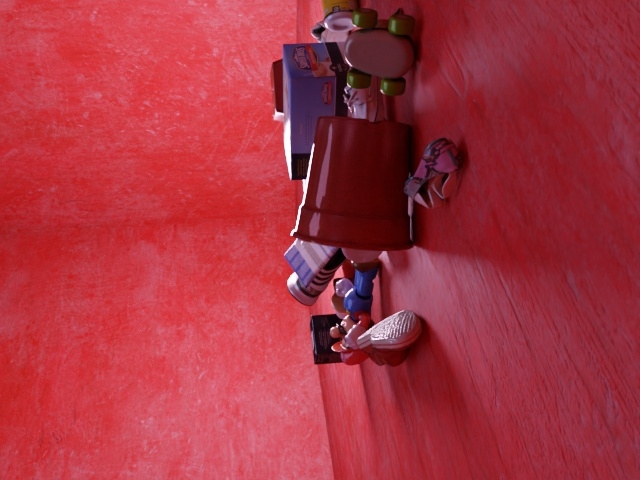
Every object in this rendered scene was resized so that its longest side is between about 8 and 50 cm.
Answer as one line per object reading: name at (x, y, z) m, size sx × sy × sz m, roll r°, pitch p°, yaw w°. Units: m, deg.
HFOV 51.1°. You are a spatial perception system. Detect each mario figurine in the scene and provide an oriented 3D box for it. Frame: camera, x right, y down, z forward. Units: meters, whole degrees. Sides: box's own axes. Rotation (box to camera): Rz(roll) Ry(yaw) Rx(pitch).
mario figurine at (0.083, 0.198, 1.904) m, size 0.198 × 0.170 × 0.321 m, roll -8°, pitch -76°, yaw -62°

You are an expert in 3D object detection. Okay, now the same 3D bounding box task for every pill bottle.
pill bottle at (0.054, -0.707, 1.933) m, size 0.103 × 0.103 × 0.184 m, roll 116°, pitch 149°, yaw -77°
pill bottle at (0.102, -0.045, 1.844) m, size 0.208 × 0.119 × 0.119 m, roll -101°, pitch 10°, yaw -51°

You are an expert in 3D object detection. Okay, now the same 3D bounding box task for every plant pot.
plant pot at (0.081, -0.131, 1.462) m, size 0.272 × 0.272 × 0.265 m, roll -128°, pitch 42°, yaw -79°
plant pot at (-0.061, -0.553, 2.462) m, size 0.267 × 0.235 × 0.267 m, roll -172°, pitch 79°, yaw -83°

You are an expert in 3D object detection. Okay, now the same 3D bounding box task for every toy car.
toy car at (0.144, -0.416, 1.410) m, size 0.188 × 0.149 × 0.155 m, roll -54°, pitch -25°, yaw -52°

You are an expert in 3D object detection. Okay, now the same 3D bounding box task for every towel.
towel at (0.000, 0.000, 2.270) m, size 0.285 × 0.034 × 0.209 m, roll -52°, pitch 39°, yaw 11°

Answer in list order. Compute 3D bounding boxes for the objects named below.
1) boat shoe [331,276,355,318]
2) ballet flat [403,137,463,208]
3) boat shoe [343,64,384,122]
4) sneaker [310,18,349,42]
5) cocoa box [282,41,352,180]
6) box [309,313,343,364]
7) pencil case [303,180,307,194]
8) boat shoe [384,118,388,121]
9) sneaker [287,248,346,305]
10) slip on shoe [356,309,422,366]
boat shoe at (0.087, 0.214, 2.273) m, size 0.277 × 0.098 × 0.096 m, roll -84°, pitch -8°, yaw -72°
ballet flat at (0.202, -0.104, 1.193) m, size 0.221 × 0.077 × 0.079 m, roll 108°, pitch 138°, yaw -72°
boat shoe at (0.099, -0.348, 1.602) m, size 0.096 × 0.088 × 0.267 m, roll -16°, pitch 63°, yaw 59°
sneaker at (0.023, -0.691, 2.159) m, size 0.232 × 0.115 × 0.090 m, roll -103°, pitch 11°, yaw -55°
cocoa box at (0.007, -0.383, 1.990) m, size 0.231 × 0.228 × 0.347 m, roll -101°, pitch 10°, yaw -48°
box at (0.049, 0.347, 2.369) m, size 0.093 × 0.158 × 0.156 m, roll 97°, pitch 168°, yaw -55°
pencil case at (-0.010, -0.191, 2.509) m, size 0.133 × 0.119 × 0.306 m, roll 77°, pitch -173°, yaw -74°
boat shoe at (0.120, -0.203, 1.716) m, size 0.302 × 0.098 × 0.109 m, roll 126°, pitch 152°, yaw -51°
sneaker at (0.045, 0.039, 2.452) m, size 0.257 × 0.169 × 0.447 m, roll -47°, pitch 10°, yaw 29°
slip on shoe at (0.171, 0.237, 1.551) m, size 0.101 × 0.123 × 0.331 m, roll 53°, pitch 164°, yaw 5°
